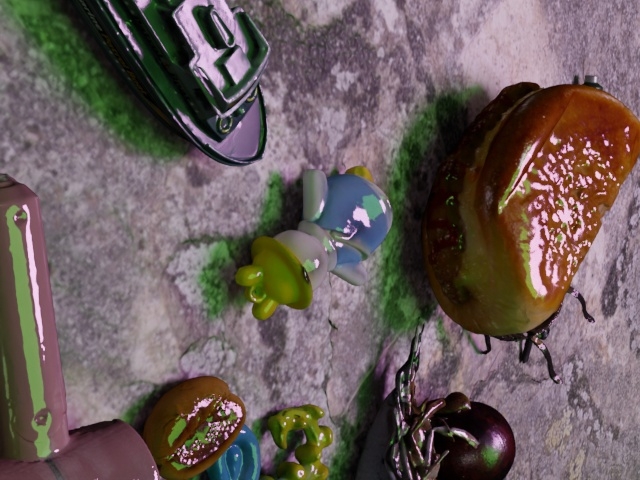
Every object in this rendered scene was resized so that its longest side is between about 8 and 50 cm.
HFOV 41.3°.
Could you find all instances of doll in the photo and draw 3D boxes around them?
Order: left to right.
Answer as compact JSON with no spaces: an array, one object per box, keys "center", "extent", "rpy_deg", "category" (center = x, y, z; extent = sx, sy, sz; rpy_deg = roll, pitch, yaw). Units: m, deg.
[{"center":[-0.066,0.370,0.963],"extent":[0.341,0.099,0.346],"rpy_deg":[3,93,-51],"category":"doll"},{"center":[-0.001,-0.001,0.961],"extent":[0.241,0.099,0.135],"rpy_deg":[-39,148,-36],"category":"doll"}]

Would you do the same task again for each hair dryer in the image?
[{"center":[-0.262,0.121,0.689],"extent":[0.210,0.125,0.352],"rpy_deg":[-10,96,-47],"category":"hair dryer"},{"center":[0.363,0.178,1.468],"extent":[0.026,0.047,0.083],"rpy_deg":[-16,125,-47],"category":"hair dryer"}]

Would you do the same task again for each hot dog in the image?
[{"center":[-0.141,0.197,0.869],"extent":[0.140,0.060,0.090],"rpy_deg":[-47,118,-40],"category":"hot dog"},{"center":[0.276,-0.076,1.184],"extent":[0.223,0.185,0.405],"rpy_deg":[46,63,-23],"category":"hot dog"}]

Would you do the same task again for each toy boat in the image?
[{"center":[-0.122,-0.177,0.761],"extent":[0.114,0.122,0.296],"rpy_deg":[-56,135,-26],"category":"toy boat"}]

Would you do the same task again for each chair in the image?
[{"center":[0.297,0.092,1.296],"extent":[0.174,0.149,0.213],"rpy_deg":[-53,128,-21],"category":"chair"}]

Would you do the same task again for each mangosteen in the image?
[{"center":[0.203,0.289,1.226],"extent":[0.152,0.152,0.152],"rpy_deg":[-13,108,-47],"category":"mangosteen"}]

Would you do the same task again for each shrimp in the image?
[{"center":[0.123,0.274,1.132],"extent":[0.116,0.145,0.343],"rpy_deg":[16,80,-52],"category":"shrimp"}]

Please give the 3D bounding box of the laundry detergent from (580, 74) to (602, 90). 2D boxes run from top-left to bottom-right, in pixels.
[{"center":[0.477,-0.185,1.507],"extent":[0.137,0.063,0.210],"rpy_deg":[-7,101,-50],"category":"laundry detergent"}]
